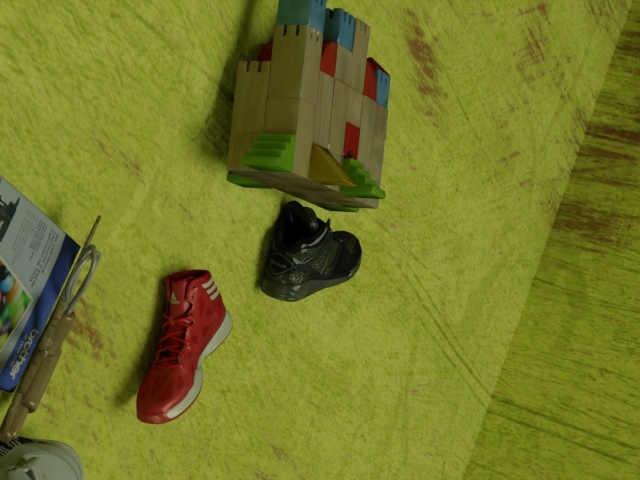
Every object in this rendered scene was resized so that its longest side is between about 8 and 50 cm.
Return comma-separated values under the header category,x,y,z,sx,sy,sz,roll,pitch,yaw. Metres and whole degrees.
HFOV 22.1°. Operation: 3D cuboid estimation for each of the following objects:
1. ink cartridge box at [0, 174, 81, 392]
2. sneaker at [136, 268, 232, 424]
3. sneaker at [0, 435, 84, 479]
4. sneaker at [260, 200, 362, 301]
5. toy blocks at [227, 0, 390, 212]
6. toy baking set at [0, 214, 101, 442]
category,x,y,z,sx,sy,sz,roll,pitch,yaw
ink cartridge box,-0.354,0.039,1.720,0.186,0.065,0.311,-67,156,-15
sneaker,-0.192,0.122,2.101,0.221,0.087,0.128,-66,148,-46
sneaker,-0.321,0.305,1.734,0.366,0.210,0.137,-17,107,-59
sneaker,0.000,0.000,2.399,0.227,0.087,0.130,-21,129,-54
toy blocks,-0.005,-0.195,2.210,0.381,0.190,0.261,20,74,-64
toy baking set,-0.290,0.103,1.810,0.197,0.030,0.256,-55,-167,52
